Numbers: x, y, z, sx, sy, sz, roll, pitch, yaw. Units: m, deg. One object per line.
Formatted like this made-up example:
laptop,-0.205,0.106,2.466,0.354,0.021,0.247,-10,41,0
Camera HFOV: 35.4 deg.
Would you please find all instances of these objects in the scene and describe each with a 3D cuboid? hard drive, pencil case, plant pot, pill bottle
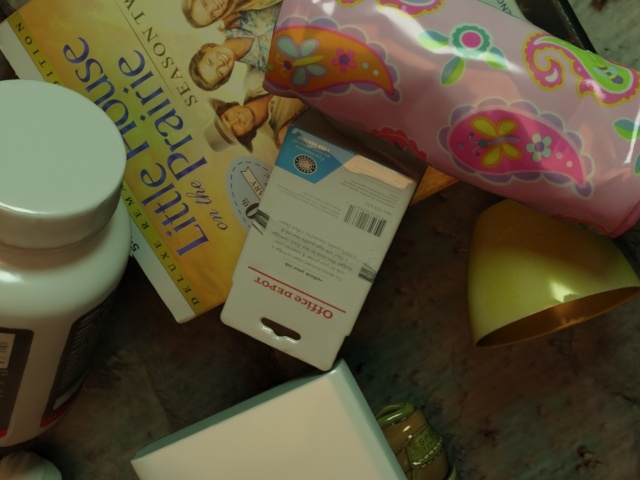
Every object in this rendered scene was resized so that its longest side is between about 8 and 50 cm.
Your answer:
hard drive,-0.001,0.276,0.850,0.203,0.040,0.308,-26,97,14
pencil case,0.104,-0.104,0.684,0.284,0.124,0.124,23,114,7
plant pot,0.167,0.017,0.776,0.134,0.134,0.095,-25,72,24
pill bottle,-0.255,0.025,0.825,0.176,0.176,0.319,35,137,4

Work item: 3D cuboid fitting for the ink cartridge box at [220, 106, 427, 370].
ink cartridge box,0.000,0.000,0.783,0.104,0.060,0.180,25,117,4

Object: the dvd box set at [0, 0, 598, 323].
dvd box set,-0.028,-0.147,0.804,0.420,0.062,0.308,-27,99,24

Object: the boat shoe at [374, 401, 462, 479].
boat shoe,-0.023,0.237,0.925,0.307,0.111,0.105,-26,96,14

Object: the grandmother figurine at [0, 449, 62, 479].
grandmother figurine,-0.414,0.306,1.051,0.342,0.208,0.104,-22,57,15

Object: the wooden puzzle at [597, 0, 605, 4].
wooden puzzle,0.222,-0.214,0.730,0.083,0.006,0.049,-35,95,26
